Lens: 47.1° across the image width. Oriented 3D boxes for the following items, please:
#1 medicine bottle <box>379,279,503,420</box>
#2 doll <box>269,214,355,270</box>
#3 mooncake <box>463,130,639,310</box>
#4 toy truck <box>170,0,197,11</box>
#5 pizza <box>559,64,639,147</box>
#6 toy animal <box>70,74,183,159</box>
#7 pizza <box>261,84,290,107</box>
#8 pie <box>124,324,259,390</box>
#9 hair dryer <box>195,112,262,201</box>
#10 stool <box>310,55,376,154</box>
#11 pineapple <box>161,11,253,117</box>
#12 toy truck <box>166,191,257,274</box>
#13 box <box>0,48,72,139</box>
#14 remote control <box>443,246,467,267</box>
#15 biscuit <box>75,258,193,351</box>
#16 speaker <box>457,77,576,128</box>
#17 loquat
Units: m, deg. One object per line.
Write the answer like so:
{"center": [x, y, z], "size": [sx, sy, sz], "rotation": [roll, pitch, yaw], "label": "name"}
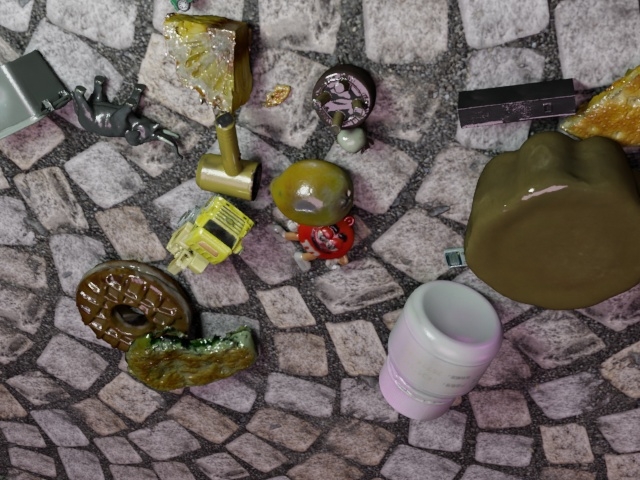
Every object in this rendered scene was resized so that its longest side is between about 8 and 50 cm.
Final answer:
{"center": [0.281, 0.273, 1.788], "size": [0.241, 0.241, 0.302], "rotation": [19, 130, -2], "label": "medicine bottle"}
{"center": [0.000, 0.000, 1.741], "size": [0.217, 0.085, 0.183], "rotation": [-17, 122, 36], "label": "doll"}
{"center": [0.483, -0.042, 1.489], "size": [0.378, 0.200, 0.378], "rotation": [5, 137, 5], "label": "mooncake"}
{"center": [-0.233, -0.503, 1.399], "size": [0.147, 0.065, 0.079], "rotation": [-27, 116, 30], "label": "toy truck"}
{"center": [0.603, -0.259, 1.392], "size": [0.292, 0.058, 0.197], "rotation": [-5, 136, 18], "label": "pizza"}
{"center": [-0.421, -0.274, 1.625], "size": [0.270, 0.082, 0.137], "rotation": [19, 133, -7], "label": "toy animal"}
{"center": [-0.095, -0.305, 1.557], "size": [0.083, 0.016, 0.037], "rotation": [-27, 112, 32], "label": "pizza"}
{"center": [-0.353, 0.322, 2.005], "size": [0.371, 0.078, 0.296], "rotation": [6, 140, -31], "label": "pie"}
{"center": [-0.206, -0.186, 1.582], "size": [0.135, 0.090, 0.278], "rotation": [13, 156, 5], "label": "hair dryer"}
{"center": [0.051, -0.260, 1.495], "size": [0.125, 0.121, 0.217], "rotation": [-3, 122, 14], "label": "stool"}
{"center": [-0.215, -0.369, 1.475], "size": [0.186, 0.114, 0.236], "rotation": [-26, 115, 31], "label": "pineapple"}
{"center": [-0.274, 0.001, 1.718], "size": [0.124, 0.157, 0.272], "rotation": [38, 153, -18], "label": "toy truck"}
{"center": [-0.685, -0.311, 1.614], "size": [0.243, 0.163, 0.135], "rotation": [-17, 114, 27], "label": "box"}
{"center": [0.353, 0.035, 1.723], "size": [0.124, 0.018, 0.053], "rotation": [-7, 126, 19], "label": "remote control"}
{"center": [-0.504, 0.189, 2.007], "size": [0.332, 0.103, 0.332], "rotation": [7, 129, 9], "label": "biscuit"}
{"center": [0.380, -0.268, 1.430], "size": [0.218, 0.082, 0.044], "rotation": [-5, 126, 16], "label": "speaker"}
{"center": [-0.020, -0.105, 1.621], "size": [0.195, 0.152, 0.152], "rotation": [11, 132, 22], "label": "loquat"}
